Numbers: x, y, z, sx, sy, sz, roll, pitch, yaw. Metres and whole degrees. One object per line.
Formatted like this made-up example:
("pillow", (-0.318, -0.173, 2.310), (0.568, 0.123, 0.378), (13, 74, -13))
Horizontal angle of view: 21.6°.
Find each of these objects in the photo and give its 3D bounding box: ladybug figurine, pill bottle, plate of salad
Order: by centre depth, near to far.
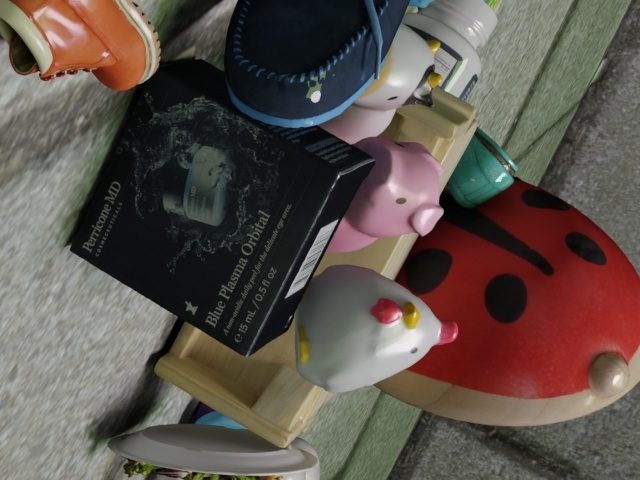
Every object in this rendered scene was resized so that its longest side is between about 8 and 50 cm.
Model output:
("plate of salad", (-0.101, 0.208, 1.579), (0.200, 0.200, 0.048), (-8, 104, -75))
("pill bottle", (0.100, -0.168, 1.701), (0.180, 0.108, 0.108), (-57, 168, -9))
("ladybug figurine", (0.163, 0.039, 1.757), (0.305, 0.449, 0.162), (-31, 125, -24))

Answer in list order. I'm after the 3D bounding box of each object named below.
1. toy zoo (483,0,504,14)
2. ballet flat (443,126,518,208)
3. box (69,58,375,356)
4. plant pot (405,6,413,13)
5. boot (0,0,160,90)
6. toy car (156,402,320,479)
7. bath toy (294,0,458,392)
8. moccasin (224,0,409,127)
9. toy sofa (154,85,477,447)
("toy zoo", (0.188, -0.319, 1.882), (0.192, 0.030, 0.293), (-59, 168, 0))
("ballet flat", (0.129, -0.107, 1.775), (0.087, 0.083, 0.247), (-39, -150, 7))
("box", (-0.072, -0.026, 1.217), (0.156, 0.158, 0.093), (-63, 168, 17))
("plant pot", (0.075, -0.244, 1.518), (0.079, 0.083, 0.083), (-47, 169, 5))
("boot", (-0.144, -0.119, 0.963), (0.084, 0.059, 0.158), (-53, 158, -15))
("toy car", (-0.091, 0.227, 1.848), (0.182, 0.159, 0.136), (20, 65, -77))
("bath toy", (0.043, -0.054, 1.321), (0.151, 0.129, 0.348), (102, -11, -74))
("moccasin", (0.014, -0.227, 1.229), (0.117, 0.137, 0.342), (100, 9, -49))
("toy sofa", (0.000, 0.000, 1.598), (0.362, 0.150, 0.177), (-62, 172, 14))
